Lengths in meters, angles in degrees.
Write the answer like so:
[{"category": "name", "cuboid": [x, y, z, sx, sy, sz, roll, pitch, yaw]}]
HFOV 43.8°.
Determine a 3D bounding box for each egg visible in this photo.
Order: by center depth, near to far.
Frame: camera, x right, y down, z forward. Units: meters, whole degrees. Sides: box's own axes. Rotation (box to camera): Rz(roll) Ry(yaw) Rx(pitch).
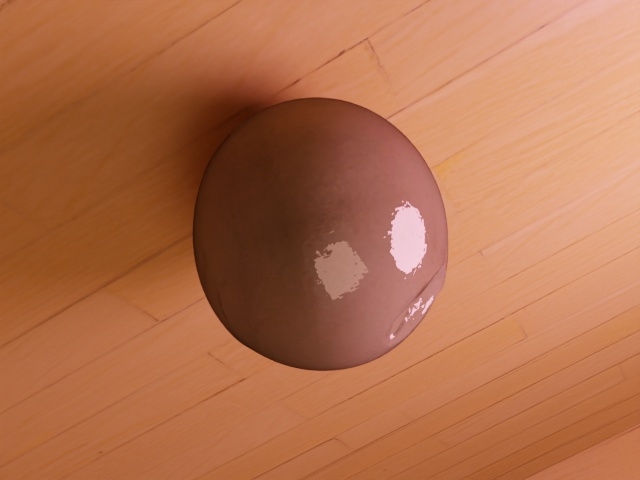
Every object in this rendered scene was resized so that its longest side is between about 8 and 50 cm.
[{"category": "egg", "cuboid": [0.000, 0.000, 0.680, 0.219, 0.219, 0.269, -23, 146, 1]}]
